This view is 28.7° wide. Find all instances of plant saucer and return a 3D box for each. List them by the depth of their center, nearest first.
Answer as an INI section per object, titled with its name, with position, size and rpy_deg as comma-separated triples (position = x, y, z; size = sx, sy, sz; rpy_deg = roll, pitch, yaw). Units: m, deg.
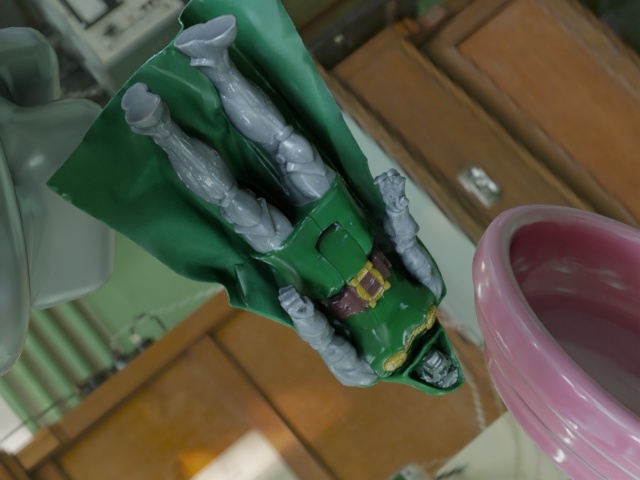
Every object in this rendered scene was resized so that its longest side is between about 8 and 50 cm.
[plant saucer]
position = 0.244, 0.103, 0.889
size = 0.332, 0.084, 0.332
rpy_deg = 24, -153, -13

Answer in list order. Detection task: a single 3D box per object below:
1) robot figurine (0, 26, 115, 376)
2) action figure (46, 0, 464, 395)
[robot figurine]
position = -0.272, 0.001, 0.574
size = 0.300, 0.354, 0.199
rpy_deg = 46, 142, 41
[action figure]
position = 0.000, 0.000, 0.585
size = 0.232, 0.137, 0.063
rpy_deg = 48, 166, -32
